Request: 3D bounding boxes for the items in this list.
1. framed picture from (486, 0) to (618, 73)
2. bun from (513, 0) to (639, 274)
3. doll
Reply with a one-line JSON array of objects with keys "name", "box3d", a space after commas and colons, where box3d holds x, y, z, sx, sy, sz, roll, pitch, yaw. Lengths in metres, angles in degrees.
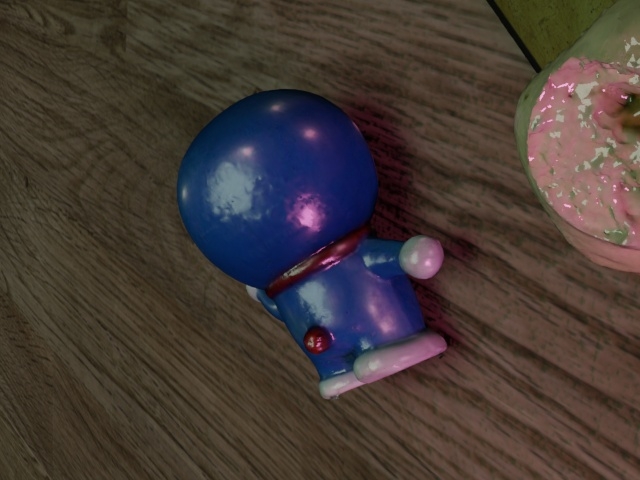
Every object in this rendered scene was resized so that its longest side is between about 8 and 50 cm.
[{"name": "framed picture", "box3d": [0.110, -0.260, 0.606, 0.255, 0.014, 0.338, 98, 149, -60]}, {"name": "bun", "box3d": [0.183, -0.046, 0.414, 0.127, 0.193, 0.178, 68, 157, 15]}, {"name": "doll", "box3d": [0.000, 0.000, 0.810, 0.215, 0.161, 0.256, -30, 89, 41]}]
